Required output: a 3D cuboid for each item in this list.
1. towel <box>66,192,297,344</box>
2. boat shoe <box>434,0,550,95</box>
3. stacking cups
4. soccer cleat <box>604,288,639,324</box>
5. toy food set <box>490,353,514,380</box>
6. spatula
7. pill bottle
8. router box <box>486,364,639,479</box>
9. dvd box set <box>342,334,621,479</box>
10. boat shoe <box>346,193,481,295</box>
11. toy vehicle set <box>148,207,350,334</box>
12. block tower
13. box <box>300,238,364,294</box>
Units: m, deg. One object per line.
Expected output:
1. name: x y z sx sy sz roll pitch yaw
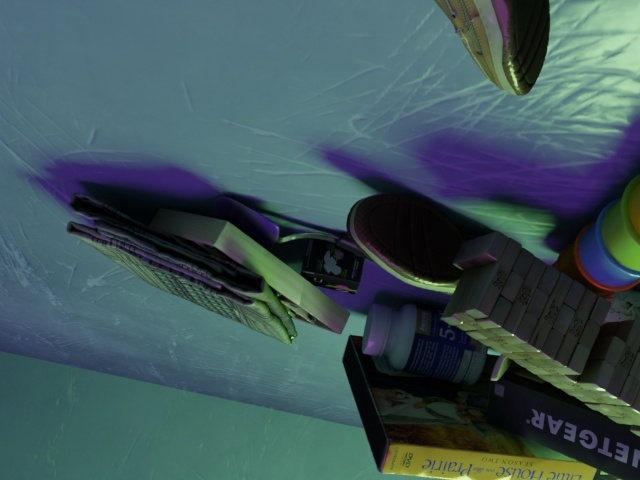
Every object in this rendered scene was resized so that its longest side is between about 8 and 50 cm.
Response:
1. towel: -0.194 0.059 1.066 0.312 0.056 0.324 24 165 14
2. boat shoe: 0.094 -0.167 0.456 0.072 0.068 0.190 13 153 33
3. stacking cups: 0.317 0.003 0.739 0.096 0.096 0.316 11 163 3
4. soccer cleat: 0.380 0.086 0.936 0.196 0.068 0.076 11 156 11
5. toy food set: 0.407 0.179 1.004 0.306 0.092 0.219 1 -178 24
6. spatula: 0.000 0.000 0.962 0.296 0.030 0.084 15 157 -7
7. pill bottle: 0.167 0.162 1.176 0.186 0.112 0.112 13 159 -3
8. router box: 0.441 0.255 1.063 0.243 0.081 0.309 -7 -165 -43
9. dvd box set: 0.265 0.278 1.185 0.420 0.062 0.307 10 -159 -12
10. boat shoe: 0.126 0.020 0.865 0.257 0.095 0.095 23 162 -28
11. toy vehicle set: -0.097 0.044 1.024 0.166 0.035 0.267 11 159 48
12. block tower: 0.292 0.119 0.798 0.335 0.097 0.091 32 164 -7
13. box: 0.017 0.037 1.018 0.083 0.052 0.062 13 160 1
